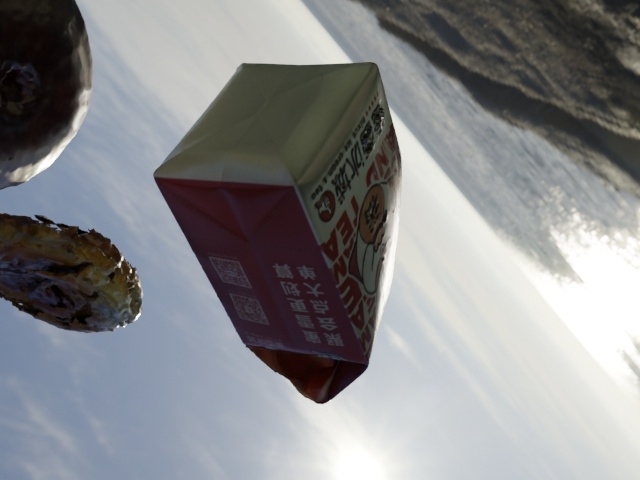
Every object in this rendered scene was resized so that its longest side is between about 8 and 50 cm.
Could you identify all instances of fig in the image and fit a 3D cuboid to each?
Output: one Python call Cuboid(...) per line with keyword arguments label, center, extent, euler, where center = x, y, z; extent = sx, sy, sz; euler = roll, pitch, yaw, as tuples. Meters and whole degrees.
Cuboid(label="fig", center=(-0.303, -0.148, 0.688), extent=(0.235, 0.235, 0.214), euler=(42, -177, -42))

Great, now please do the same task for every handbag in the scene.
Cuboid(label="handbag", center=(0.000, 0.000, 0.768), extent=(0.171, 0.151, 0.298), euler=(-60, -39, -36))

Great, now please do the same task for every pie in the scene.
Cuboid(label="pie", center=(-0.359, 0.038, 1.084), extent=(0.308, 0.308, 0.085), euler=(42, -124, -42))
